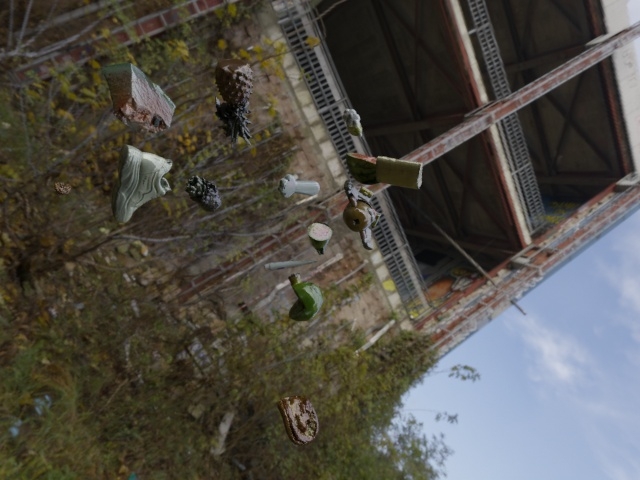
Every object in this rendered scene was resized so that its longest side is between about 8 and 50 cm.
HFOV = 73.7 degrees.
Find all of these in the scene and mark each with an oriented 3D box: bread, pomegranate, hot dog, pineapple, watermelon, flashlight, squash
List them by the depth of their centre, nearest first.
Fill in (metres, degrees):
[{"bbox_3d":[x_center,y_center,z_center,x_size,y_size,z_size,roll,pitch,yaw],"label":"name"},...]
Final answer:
[{"bbox_3d":[-0.065,0.497,1.198,0.147,0.099,0.065,59,-44,45],"label":"hot dog"},{"bbox_3d":[-0.052,0.197,1.499,0.143,0.122,0.169,126,-37,-81],"label":"pomegranate"},{"bbox_3d":[0.304,-0.263,1.665,0.178,0.060,0.139,13,-24,18],"label":"bread"},{"bbox_3d":[-1.015,-0.208,1.679,0.058,0.035,0.083,17,16,-38],"label":"hot dog"},{"bbox_3d":[-0.085,-0.215,1.708,0.047,0.200,0.093,34,-64,40],"label":"flashlight"},{"bbox_3d":[-0.714,-0.563,1.717,0.302,0.151,0.264,62,6,28],"label":"watermelon"},{"bbox_3d":[-0.358,-0.548,1.758,0.165,0.165,0.365,49,-36,34],"label":"pineapple"},{"bbox_3d":[-0.008,0.002,1.795,0.105,0.105,0.132,50,-29,29],"label":"squash"},{"bbox_3d":[0.214,-0.338,2.067,0.303,0.159,0.128,32,-60,47],"label":"watermelon"}]

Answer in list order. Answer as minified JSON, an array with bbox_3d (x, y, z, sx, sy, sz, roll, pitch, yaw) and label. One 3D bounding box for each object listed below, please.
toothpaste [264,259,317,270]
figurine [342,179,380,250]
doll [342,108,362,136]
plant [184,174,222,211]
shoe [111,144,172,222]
[{"bbox_3d":[-0.122,0.098,1.765,0.052,0.218,0.033,131,-48,-77],"label":"toothpaste"},{"bbox_3d":[0.195,-0.128,2.086,0.342,0.167,0.285,52,25,-1],"label":"figurine"},{"bbox_3d":[0.137,-0.493,1.798,0.106,0.062,0.162,51,5,14],"label":"doll"},{"bbox_3d":[-0.590,-0.240,2.168,0.132,0.129,0.194,25,-20,34],"label":"plant"},{"bbox_3d":[-0.706,-0.203,1.704,0.342,0.210,0.132,-62,-142,29],"label":"shoe"}]
